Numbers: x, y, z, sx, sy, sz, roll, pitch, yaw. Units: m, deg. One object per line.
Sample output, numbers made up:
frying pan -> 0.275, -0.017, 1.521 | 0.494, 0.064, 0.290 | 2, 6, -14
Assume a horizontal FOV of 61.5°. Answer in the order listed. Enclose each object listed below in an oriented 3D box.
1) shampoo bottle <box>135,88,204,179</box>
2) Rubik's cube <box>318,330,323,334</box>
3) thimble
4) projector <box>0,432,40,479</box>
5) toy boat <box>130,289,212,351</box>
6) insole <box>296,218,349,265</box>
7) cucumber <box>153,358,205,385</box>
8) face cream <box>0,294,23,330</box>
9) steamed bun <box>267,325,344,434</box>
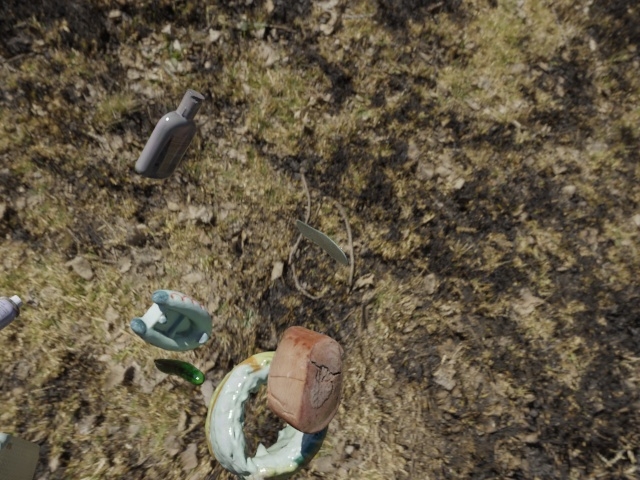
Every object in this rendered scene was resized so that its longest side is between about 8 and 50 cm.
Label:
shampoo bottle -> -0.249, -0.178, 0.910 | 0.040, 0.080, 0.165 | 43, 111, 21
Rubik's cube -> -0.050, 0.318, 1.581 | 0.211, 0.178, 0.191 | 24, 63, 12
thimble -> -0.118, 0.397, 1.199 | 0.254, 0.167, 0.289 | 24, 65, -13
projector -> -0.706, 0.443, 1.073 | 0.198, 0.250, 0.108 | 9, 63, -8
toy boat -> -0.321, 0.191, 1.210 | 0.078, 0.207, 0.134 | 34, 85, 37
insole -> -0.001, 0.000, 1.395 | 0.003, 0.080, 0.232 | -33, 41, -20
cucumber -> -0.418, 0.384, 1.599 | 0.056, 0.284, 0.056 | -1, 91, -42
face cream -> -0.867, 0.219, 1.383 | 0.075, 0.075, 0.229 | 33, 37, 4
steamed bun -> -0.027, 0.252, 0.993 | 0.106, 0.144, 0.175 | 13, 85, -34
